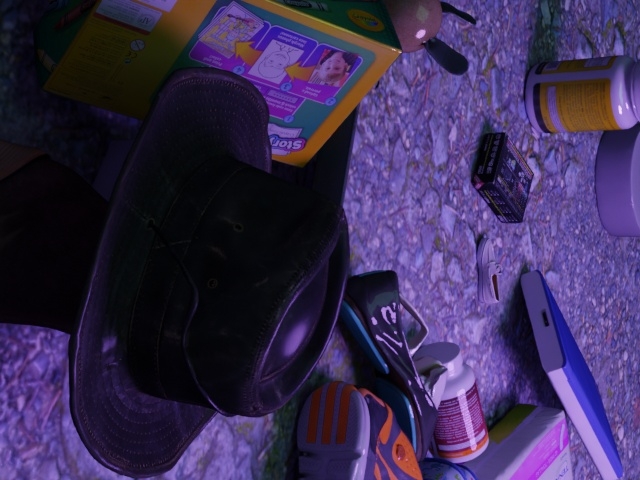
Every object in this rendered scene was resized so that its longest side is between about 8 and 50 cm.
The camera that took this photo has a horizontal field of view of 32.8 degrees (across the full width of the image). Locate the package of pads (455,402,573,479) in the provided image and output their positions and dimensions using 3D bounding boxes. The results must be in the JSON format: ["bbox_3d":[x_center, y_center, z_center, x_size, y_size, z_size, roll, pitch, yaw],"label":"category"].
[{"bbox_3d":[0.290,0.407,1.633,0.296,0.101,0.229,-26,111,-51],"label":"package of pads"}]

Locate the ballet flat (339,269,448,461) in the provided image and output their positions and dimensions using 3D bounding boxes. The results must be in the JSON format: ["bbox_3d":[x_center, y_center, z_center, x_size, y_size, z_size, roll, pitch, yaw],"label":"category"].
[{"bbox_3d":[0.106,0.156,1.359,0.096,0.095,0.280,-31,120,-17],"label":"ballet flat"}]

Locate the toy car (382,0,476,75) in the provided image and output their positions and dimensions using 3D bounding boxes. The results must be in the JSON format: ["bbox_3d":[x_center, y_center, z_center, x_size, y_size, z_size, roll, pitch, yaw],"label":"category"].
[{"bbox_3d":[0.079,-0.242,1.216,0.149,0.188,0.155,109,-4,-56],"label":"toy car"}]

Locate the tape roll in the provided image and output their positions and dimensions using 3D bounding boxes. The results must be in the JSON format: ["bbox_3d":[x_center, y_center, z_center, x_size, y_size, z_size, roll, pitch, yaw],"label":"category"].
[{"bbox_3d":[0.602,-0.115,2.094,0.219,0.072,0.219,-2,93,-54],"label":"tape roll"}]

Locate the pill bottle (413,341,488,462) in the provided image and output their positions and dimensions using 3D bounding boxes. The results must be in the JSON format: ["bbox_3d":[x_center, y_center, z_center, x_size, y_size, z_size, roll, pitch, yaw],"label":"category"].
[{"bbox_3d":[0.174,0.219,1.480,0.086,0.086,0.152,-41,123,-47],"label":"pill bottle"}]

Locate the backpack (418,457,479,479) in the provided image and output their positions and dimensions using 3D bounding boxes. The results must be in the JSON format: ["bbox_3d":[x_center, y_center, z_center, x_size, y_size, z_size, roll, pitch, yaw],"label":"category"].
[{"bbox_3d":[0.164,0.344,1.452,0.084,0.105,0.114,-42,112,-42],"label":"backpack"}]

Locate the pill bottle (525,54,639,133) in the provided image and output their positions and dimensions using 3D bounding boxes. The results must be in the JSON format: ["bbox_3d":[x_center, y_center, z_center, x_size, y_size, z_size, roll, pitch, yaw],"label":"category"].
[{"bbox_3d":[0.448,-0.236,1.755,0.119,0.208,0.119,-2,92,-54],"label":"pill bottle"}]

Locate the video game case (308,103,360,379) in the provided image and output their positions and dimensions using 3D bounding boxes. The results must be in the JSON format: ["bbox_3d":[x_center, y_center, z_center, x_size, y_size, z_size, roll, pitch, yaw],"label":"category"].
[{"bbox_3d":[0.000,0.000,1.160,0.248,0.035,0.275,99,1,-77],"label":"video game case"}]

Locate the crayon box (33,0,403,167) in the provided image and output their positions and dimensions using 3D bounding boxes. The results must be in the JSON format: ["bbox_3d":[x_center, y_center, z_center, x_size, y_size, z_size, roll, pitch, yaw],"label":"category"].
[{"bbox_3d":[-0.088,-0.174,0.957,0.278,0.165,0.081,14,44,-35],"label":"crayon box"}]

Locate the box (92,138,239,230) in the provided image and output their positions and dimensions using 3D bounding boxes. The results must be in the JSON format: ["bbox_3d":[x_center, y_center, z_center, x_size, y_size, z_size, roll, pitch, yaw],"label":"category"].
[{"bbox_3d":[-0.131,0.023,1.015,0.181,0.119,0.182,44,55,-46],"label":"box"}]

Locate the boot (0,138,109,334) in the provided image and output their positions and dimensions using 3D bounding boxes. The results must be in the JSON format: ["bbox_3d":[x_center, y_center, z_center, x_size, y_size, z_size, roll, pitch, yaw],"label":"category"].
[{"bbox_3d":[-0.233,0.035,0.810,0.207,0.090,0.248,29,50,-4],"label":"boot"}]

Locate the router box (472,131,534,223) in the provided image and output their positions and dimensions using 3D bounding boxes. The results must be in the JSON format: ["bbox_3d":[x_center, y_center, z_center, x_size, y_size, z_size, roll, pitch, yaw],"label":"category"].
[{"bbox_3d":[0.281,-0.095,1.668,0.122,0.038,0.092,45,55,-46],"label":"router box"}]

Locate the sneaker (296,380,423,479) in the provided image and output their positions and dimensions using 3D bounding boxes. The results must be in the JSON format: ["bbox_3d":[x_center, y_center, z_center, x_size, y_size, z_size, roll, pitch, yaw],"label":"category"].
[{"bbox_3d":[0.048,0.336,1.270,0.180,0.125,0.321,30,66,-50],"label":"sneaker"}]

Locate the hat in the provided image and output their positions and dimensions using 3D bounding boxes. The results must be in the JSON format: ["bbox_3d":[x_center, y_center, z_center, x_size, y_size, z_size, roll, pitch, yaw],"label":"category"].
[{"bbox_3d":[-0.055,0.032,0.840,0.331,0.134,0.331,10,90,-70],"label":"hat"}]

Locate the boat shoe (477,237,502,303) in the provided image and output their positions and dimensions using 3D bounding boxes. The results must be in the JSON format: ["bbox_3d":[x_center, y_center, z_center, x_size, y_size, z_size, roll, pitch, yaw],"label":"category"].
[{"bbox_3d":[0.258,0.046,1.640,0.035,0.035,0.100,1,90,-55],"label":"boat shoe"}]

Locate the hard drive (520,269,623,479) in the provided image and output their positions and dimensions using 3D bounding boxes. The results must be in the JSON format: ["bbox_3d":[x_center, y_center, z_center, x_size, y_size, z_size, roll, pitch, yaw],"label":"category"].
[{"bbox_3d":[0.414,0.224,1.786,0.318,0.040,0.210,56,19,-39],"label":"hard drive"}]
